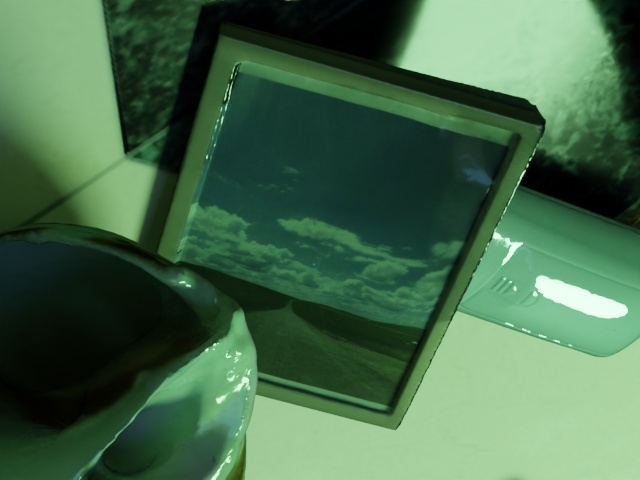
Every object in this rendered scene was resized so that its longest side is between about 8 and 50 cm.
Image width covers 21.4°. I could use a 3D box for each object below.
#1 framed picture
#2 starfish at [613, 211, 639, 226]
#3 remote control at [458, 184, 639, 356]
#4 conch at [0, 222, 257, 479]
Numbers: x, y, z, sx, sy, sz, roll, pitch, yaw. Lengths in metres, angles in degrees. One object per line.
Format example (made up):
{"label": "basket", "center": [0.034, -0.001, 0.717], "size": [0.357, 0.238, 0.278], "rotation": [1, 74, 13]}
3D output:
{"label": "framed picture", "center": [0.000, 0.000, 0.996], "size": [0.189, 0.023, 0.260], "rotation": [15, 129, -8]}
{"label": "starfish", "center": [0.181, 0.005, 1.144], "size": [0.092, 0.016, 0.086], "rotation": [20, 119, -37]}
{"label": "remote control", "center": [0.108, 0.012, 1.072], "size": [0.293, 0.051, 0.103], "rotation": [19, 128, -31]}
{"label": "conch", "center": [-0.176, 0.133, 0.961], "size": [0.368, 0.197, 0.249], "rotation": [-35, 103, 10]}
